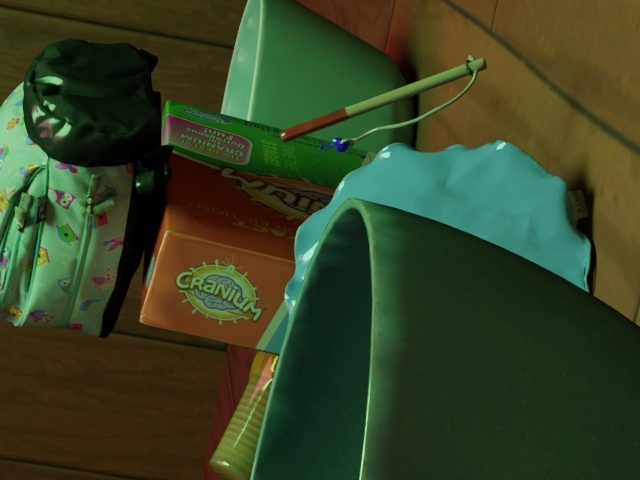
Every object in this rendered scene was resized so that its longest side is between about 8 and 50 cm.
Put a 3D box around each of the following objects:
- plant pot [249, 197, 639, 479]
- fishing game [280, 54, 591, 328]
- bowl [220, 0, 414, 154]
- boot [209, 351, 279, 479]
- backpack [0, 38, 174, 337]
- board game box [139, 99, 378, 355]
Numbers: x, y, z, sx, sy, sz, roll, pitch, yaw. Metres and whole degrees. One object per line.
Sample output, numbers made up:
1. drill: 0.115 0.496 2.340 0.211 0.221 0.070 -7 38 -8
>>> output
1. plant pot: 0.077 0.144 0.683 0.290 0.195 0.290 -169 90 -82
2. fishing game: 0.070 0.023 1.052 0.041 0.189 0.264 47 -155 -59
3. bowl: -0.010 -0.075 1.696 0.311 0.163 0.311 -170 90 -83
4. boot: 0.024 0.147 1.455 0.211 0.104 0.295 -56 -30 -17
5. backpack: -0.165 -0.028 1.178 0.152 0.115 0.182 -97 21 -59
6. board game box: 0.000 0.000 1.251 0.316 0.242 0.064 -105 30 -70
